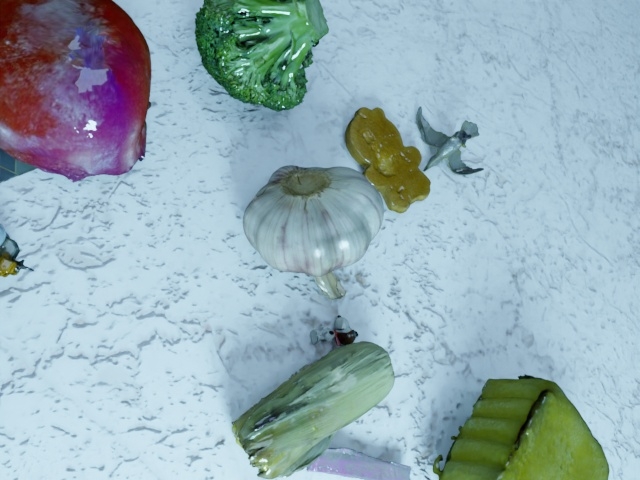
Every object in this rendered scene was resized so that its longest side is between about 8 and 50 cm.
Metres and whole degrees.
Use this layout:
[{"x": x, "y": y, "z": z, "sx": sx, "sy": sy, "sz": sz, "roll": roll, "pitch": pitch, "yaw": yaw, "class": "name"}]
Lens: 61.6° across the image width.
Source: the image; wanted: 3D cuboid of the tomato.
[{"x": -0.405, "y": -0.267, "z": 0.837, "sx": 0.290, "sy": 0.176, "sz": 0.334, "roll": 2, "pitch": 72, "yaw": -26, "class": "tomato"}]

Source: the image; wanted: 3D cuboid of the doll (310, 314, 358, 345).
[{"x": 0.027, "y": 0.173, "z": 0.985, "sx": 0.085, "sy": 0.040, "sz": 0.058, "roll": -23, "pitch": 71, "yaw": -37, "class": "doll"}]

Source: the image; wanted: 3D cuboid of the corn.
[{"x": -0.005, "y": 0.269, "z": 0.879, "sx": 0.305, "sy": 0.123, "sz": 0.122, "roll": -27, "pitch": 59, "yaw": -33, "class": "corn"}]

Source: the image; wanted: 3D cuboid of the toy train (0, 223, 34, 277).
[{"x": -0.512, "y": 0.014, "z": 0.729, "sx": 0.219, "sy": 0.089, "sz": 0.127, "roll": 29, "pitch": 73, "yaw": -19, "class": "toy train"}]

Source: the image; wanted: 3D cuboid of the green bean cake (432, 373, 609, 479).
[{"x": 0.355, "y": 0.436, "z": 0.984, "sx": 0.310, "sy": 0.202, "sz": 0.285, "roll": -42, "pitch": 106, "yaw": -32, "class": "green bean cake"}]

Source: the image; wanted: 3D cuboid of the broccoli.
[{"x": -0.110, "y": -0.376, "z": 1.015, "sx": 0.269, "sy": 0.242, "sz": 0.261, "roll": 62, "pitch": 31, "yaw": -30, "class": "broccoli"}]

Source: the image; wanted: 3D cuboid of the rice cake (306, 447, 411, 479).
[{"x": 0.065, "y": 0.392, "z": 0.926, "sx": 0.207, "sy": 0.036, "sz": 0.047, "roll": 21, "pitch": 55, "yaw": -20, "class": "rice cake"}]

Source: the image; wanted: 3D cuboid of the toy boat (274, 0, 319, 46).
[{"x": -0.061, "y": -0.516, "z": 1.185, "sx": 0.104, "sy": 0.052, "sz": 0.210, "roll": -2, "pitch": 74, "yaw": -26, "class": "toy boat"}]

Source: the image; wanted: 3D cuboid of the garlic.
[{"x": 0.000, "y": 0.000, "z": 0.969, "sx": 0.245, "sy": 0.245, "sz": 0.253, "roll": -37, "pitch": 128, "yaw": -33, "class": "garlic"}]

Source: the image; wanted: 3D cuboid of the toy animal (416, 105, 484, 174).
[{"x": 0.292, "y": -0.218, "z": 1.240, "sx": 0.219, "sy": 0.095, "sz": 0.155, "roll": 48, "pitch": 53, "yaw": -4, "class": "toy animal"}]

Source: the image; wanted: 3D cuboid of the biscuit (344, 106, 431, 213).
[{"x": 0.141, "y": -0.180, "z": 1.178, "sx": 0.184, "sy": 0.035, "sz": 0.248, "roll": -33, "pitch": 89, "yaw": -34, "class": "biscuit"}]

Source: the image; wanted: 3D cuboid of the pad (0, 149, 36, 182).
[{"x": -0.574, "y": -0.130, "z": 0.797, "sx": 0.243, "sy": 0.004, "sz": 0.163, "roll": -35, "pitch": 90, "yaw": -33, "class": "pad"}]
